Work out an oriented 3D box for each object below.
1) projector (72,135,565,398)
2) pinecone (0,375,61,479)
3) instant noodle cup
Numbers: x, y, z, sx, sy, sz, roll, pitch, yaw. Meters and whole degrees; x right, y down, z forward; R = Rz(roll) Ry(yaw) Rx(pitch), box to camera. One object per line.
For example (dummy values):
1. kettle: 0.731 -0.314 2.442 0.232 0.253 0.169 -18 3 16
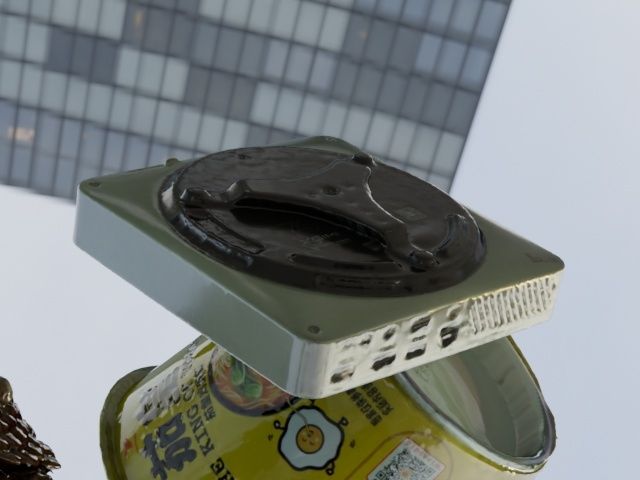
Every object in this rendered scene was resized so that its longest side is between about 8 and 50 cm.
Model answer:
1. projector: 0.000 0.000 1.116 0.257 0.079 0.259 -15 -145 -42
2. pinecone: -0.250 0.160 1.017 0.173 0.174 0.174 10 -144 -7
3. instant noodle cup: 0.020 0.158 1.302 0.325 0.254 0.326 39 -157 -20
